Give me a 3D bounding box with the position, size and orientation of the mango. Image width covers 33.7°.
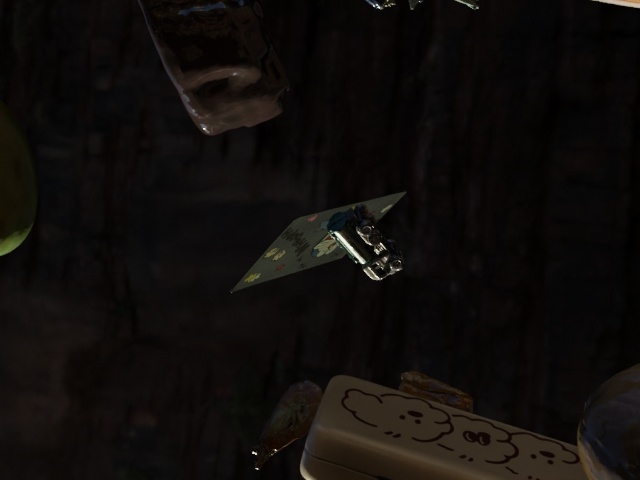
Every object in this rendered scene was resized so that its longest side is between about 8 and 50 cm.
[{"bbox_3d":[-0.320,-0.073,0.920,0.194,0.130,0.092,58,-168,7],"label":"mango"}]

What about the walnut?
[{"bbox_3d":[0.271,0.157,0.781,0.140,0.162,0.140,-41,-27,-26],"label":"walnut"}]

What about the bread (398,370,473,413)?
[{"bbox_3d":[0.190,0.266,1.756,0.053,0.132,0.074,-51,-36,-33],"label":"bread"}]

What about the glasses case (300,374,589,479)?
[{"bbox_3d":[0.153,0.258,1.210,0.144,0.337,0.076,-62,-13,-66],"label":"glasses case"}]

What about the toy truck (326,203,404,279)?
[{"bbox_3d":[0.045,0.003,1.033,0.083,0.044,0.039,48,-164,-31],"label":"toy truck"}]

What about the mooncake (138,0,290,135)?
[{"bbox_3d":[-0.139,-0.278,1.355,0.283,0.141,0.283,-23,-90,-89],"label":"mooncake"}]

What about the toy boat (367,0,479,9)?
[{"bbox_3d":[0.132,-0.421,1.644,0.070,0.292,0.210,-32,30,52],"label":"toy boat"}]

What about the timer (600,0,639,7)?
[{"bbox_3d":[0.349,-0.228,0.814,0.250,0.258,0.161,-102,14,-58],"label":"timer"}]

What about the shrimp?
[{"bbox_3d":[-0.063,0.327,1.871,0.184,0.091,0.043,-50,-39,0],"label":"shrimp"}]

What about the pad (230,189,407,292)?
[{"bbox_3d":[0.000,0.000,1.445,0.246,0.006,0.170,-16,-24,-50],"label":"pad"}]
